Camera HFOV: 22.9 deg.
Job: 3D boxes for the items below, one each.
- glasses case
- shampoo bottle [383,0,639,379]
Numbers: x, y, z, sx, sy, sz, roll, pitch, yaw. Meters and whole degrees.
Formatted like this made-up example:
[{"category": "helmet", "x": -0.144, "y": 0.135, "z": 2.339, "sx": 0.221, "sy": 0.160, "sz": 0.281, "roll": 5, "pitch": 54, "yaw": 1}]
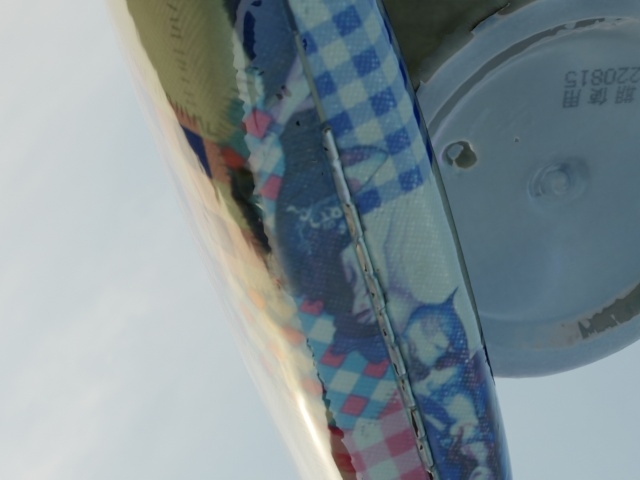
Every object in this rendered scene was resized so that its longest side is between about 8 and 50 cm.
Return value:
[{"category": "glasses case", "x": 0.000, "y": 0.000, "z": 0.511, "sx": 0.076, "sy": 0.327, "sz": 0.125, "roll": -24, "pitch": -144, "yaw": -7}, {"category": "shampoo bottle", "x": 0.069, "y": -0.084, "z": 0.801, "sx": 0.273, "sy": 0.273, "sz": 0.266, "roll": -52, "pitch": -144, "yaw": 11}]
